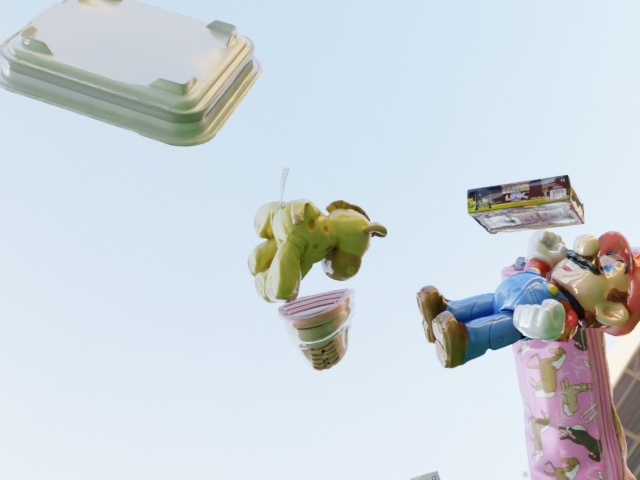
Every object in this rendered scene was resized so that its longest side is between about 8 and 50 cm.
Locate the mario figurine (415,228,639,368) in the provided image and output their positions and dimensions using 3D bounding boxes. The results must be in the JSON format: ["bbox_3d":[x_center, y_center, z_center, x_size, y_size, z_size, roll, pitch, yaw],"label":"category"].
[{"bbox_3d":[0.292,0.053,0.891,0.320,0.198,0.170,-14,-32,-6],"label":"mario figurine"}]

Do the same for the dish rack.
[{"bbox_3d":[-0.270,-0.275,0.974,0.285,0.333,0.072,-67,-7,-46],"label":"dish rack"}]

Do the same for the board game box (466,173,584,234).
[{"bbox_3d":[0.358,-0.059,1.160,0.141,0.170,0.048,27,-119,-57],"label":"board game box"}]

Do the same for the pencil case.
[{"bbox_3d":[0.385,0.212,1.044,0.167,0.160,0.386,6,-103,-67],"label":"pencil case"}]

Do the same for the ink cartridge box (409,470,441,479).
[{"bbox_3d":[0.177,0.442,0.944,0.046,0.207,0.097,-15,-29,-4],"label":"ink cartridge box"}]

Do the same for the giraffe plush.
[{"bbox_3d":[0.000,0.000,1.032,0.170,0.181,0.210,7,-63,-24],"label":"giraffe plush"}]

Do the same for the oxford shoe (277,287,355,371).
[{"bbox_3d":[0.011,0.171,1.246,0.140,0.397,0.146,-12,-94,4],"label":"oxford shoe"}]
